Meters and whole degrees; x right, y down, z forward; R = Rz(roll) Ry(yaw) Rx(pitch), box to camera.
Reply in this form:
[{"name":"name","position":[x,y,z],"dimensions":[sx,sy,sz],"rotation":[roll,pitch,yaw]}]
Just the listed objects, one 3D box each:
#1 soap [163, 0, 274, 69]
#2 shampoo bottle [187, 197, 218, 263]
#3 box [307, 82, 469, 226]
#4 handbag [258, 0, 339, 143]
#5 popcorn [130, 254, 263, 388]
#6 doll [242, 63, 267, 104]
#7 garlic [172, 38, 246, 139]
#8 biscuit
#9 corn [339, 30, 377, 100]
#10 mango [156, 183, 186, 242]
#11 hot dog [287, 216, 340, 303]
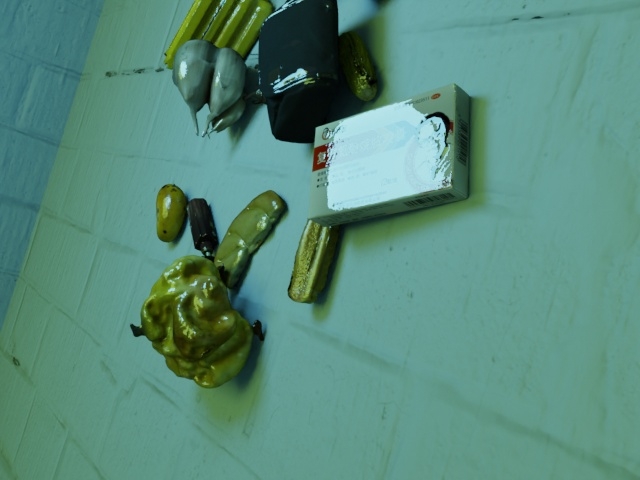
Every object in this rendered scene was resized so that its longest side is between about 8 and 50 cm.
[{"name":"soap","position":[-0.306,-0.618,2.114],"dimensions":[0.324,0.204,0.096],"rotation":[-51,30,25]},{"name":"shampoo bottle","position":[-0.329,-0.023,1.998],"dimensions":[0.067,0.068,0.236],"rotation":[-47,43,27]},{"name":"box","position":[0.128,-0.160,1.419],"dimensions":[0.353,0.069,0.214],"rotation":[-10,67,39]},{"name":"handbag","position":[-0.056,-0.411,1.645],"dimensions":[0.275,0.177,0.302],"rotation":[103,168,-69]},{"name":"popcorn","position":[-0.316,0.187,1.718],"dimensions":[0.315,0.280,0.298],"rotation":[23,122,60]},{"name":"doll","position":[-0.129,-0.429,1.924],"dimensions":[0.165,0.057,0.139],"rotation":[19,88,49]},{"name":"garlic","position":[-0.307,-0.438,2.009],"dimensions":[0.237,0.210,0.292],"rotation":[105,174,-51]},{"name":"biscuit","position":[-0.193,-0.015,1.839],"dimensions":[0.299,0.045,0.154],"rotation":[-56,37,20]},{"name":"corn","position":[0.083,-0.399,1.620],"dimensions":[0.072,0.072,0.203],"rotation":[-44,45,33]},{"name":"mango","position":[-0.460,-0.085,2.181],"dimensions":[0.115,0.090,0.178],"rotation":[-21,62,58]},{"name":"hot dog","position":[0.001,0.000,1.560],"dimensions":[0.083,0.068,0.289],"rotation":[14,82,31]}]
